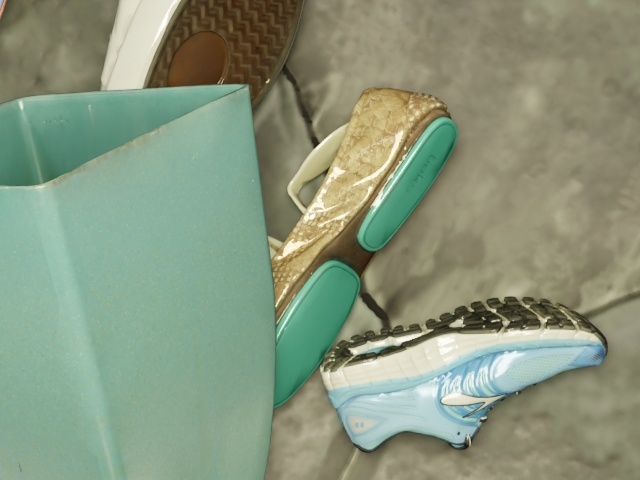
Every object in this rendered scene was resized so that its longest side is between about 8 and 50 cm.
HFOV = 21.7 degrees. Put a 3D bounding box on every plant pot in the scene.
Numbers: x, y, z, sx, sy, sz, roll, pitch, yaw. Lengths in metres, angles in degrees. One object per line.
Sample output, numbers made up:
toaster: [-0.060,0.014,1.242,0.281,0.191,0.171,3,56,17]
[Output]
plant pot: [-0.123,0.056,0.867,0.165,0.166,0.234,1,111,34]

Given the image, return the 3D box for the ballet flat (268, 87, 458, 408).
ballet flat: [0.000,0.000,0.955,0.067,0.073,0.206,31,82,30]

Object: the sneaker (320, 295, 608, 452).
sneaker: [0.084,0.079,0.951,0.162,0.063,0.073,-12,105,0]

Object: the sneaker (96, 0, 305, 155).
sneaker: [-0.073,-0.173,0.965,0.123,0.106,0.290,25,94,37]

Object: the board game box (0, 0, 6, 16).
board game box: [-0.293,-0.235,0.929,0.281,0.027,0.145,20,79,-17]
